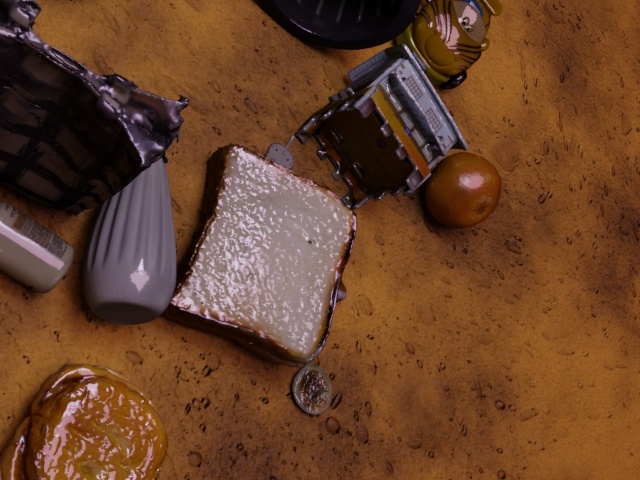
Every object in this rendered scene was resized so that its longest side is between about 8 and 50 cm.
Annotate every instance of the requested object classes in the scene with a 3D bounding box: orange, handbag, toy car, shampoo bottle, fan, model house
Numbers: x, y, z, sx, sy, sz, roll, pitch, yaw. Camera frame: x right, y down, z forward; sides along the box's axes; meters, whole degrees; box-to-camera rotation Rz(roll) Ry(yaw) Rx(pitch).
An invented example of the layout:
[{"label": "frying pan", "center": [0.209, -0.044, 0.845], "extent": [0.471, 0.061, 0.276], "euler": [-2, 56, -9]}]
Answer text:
[{"label": "orange", "center": [0.272, -0.099, 1.673], "extent": [0.155, 0.154, 0.134], "euler": [-8, 42, -40]}, {"label": "handbag", "center": [-0.360, -0.175, 1.063], "extent": [0.325, 0.327, 0.162], "euler": [32, 65, -27]}, {"label": "toy car", "center": [0.269, -0.432, 1.747], "extent": [0.200, 0.142, 0.248], "euler": [48, 53, -19]}, {"label": "shampoo bottle", "center": [-0.410, -0.001, 1.138], "extent": [0.162, 0.079, 0.079], "euler": [38, 58, -26]}, {"label": "fan", "center": [-0.064, -0.153, 1.501], "extent": [0.056, 0.004, 0.083], "euler": [41, 57, -23]}, {"label": "model house", "center": [0.118, -0.195, 1.531], "extent": [0.215, 0.198, 0.224], "euler": [-45, 108, -31]}]

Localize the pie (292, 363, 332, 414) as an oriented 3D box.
[{"label": "pie", "center": [-0.013, 0.249, 1.435], "extent": [0.085, 0.017, 0.085], "euler": [10, 73, -36]}]

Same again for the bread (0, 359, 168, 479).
[{"label": "bread", "center": [-0.303, 0.281, 1.126], "extent": [0.198, 0.120, 0.236], "euler": [40, 58, -27]}]

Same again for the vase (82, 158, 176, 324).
[{"label": "vase", "center": [-0.264, -0.011, 1.234], "extent": [0.128, 0.128, 0.248], "euler": [20, 58, -34]}]

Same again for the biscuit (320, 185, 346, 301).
[{"label": "biscuit", "center": [0.000, 0.000, 1.501], "extent": [0.138, 0.031, 0.205], "euler": [17, 68, -35]}]

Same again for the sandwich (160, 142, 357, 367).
[{"label": "sandwich", "center": [-0.087, 0.027, 1.367], "extent": [0.271, 0.099, 0.301], "euler": [29, 61, -25]}]

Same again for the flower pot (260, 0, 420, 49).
[{"label": "flower pot", "center": [0.063, -0.553, 1.529], "extent": [0.293, 0.293, 0.330], "euler": [36, 54, -27]}]
